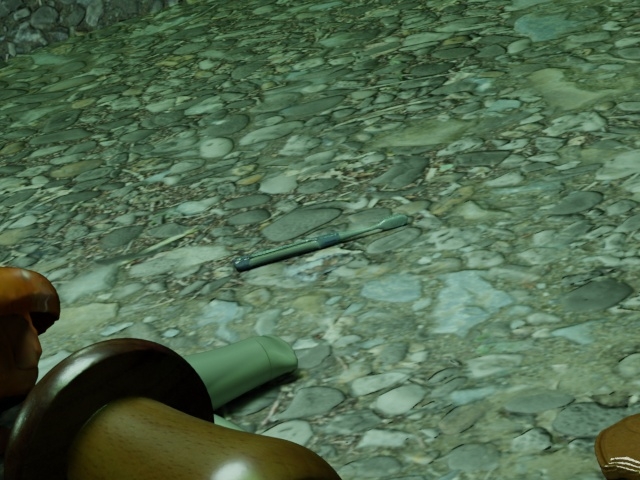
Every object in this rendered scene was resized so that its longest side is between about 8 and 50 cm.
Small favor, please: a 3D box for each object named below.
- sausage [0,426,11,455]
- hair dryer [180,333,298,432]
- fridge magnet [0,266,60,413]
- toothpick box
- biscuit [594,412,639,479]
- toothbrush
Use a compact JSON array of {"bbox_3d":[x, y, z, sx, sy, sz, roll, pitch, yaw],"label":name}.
[{"bbox_3d":[-0.398,0.224,1.474,0.223,0.029,0.029,-18,21,-12],"label":"sausage"},{"bbox_3d":[-0.070,0.164,1.411,0.206,0.075,0.237,-18,28,-31],"label":"hair dryer"},{"bbox_3d":[-0.418,0.126,1.442,0.364,0.155,0.363,-20,-7,-3],"label":"fridge magnet"},{"bbox_3d":[-0.115,0.192,1.176,0.192,0.192,0.294,-27,30,-33],"label":"toothpick box"},{"bbox_3d":[0.286,0.162,1.233,0.130,0.019,0.102,-17,20,-9],"label":"biscuit"},{"bbox_3d":[0.000,0.000,1.828,0.220,0.016,0.019,-16,19,-8],"label":"toothbrush"}]
